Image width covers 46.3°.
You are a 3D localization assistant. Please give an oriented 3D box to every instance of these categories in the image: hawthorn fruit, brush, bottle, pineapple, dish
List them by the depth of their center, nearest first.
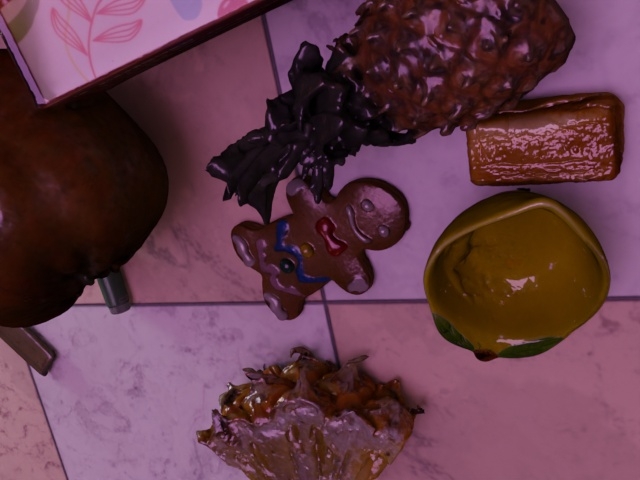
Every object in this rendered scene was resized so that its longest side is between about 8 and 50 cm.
[{"bbox_3d":[0.044,-0.121,0.618,0.310,0.170,0.141,-32,108,25],"label":"pineapple"},{"bbox_3d":[0.166,0.018,0.647,0.148,0.080,0.208,13,138,3],"label":"dish"},{"bbox_3d":[-0.320,-0.069,0.762,0.301,0.267,0.268,48,123,3],"label":"hawthorn fruit"},{"bbox_3d":[-0.007,0.217,0.810,0.236,0.114,0.186,2,110,23],"label":"pineapple"},{"bbox_3d":[-0.257,0.049,0.917,0.030,0.030,0.083,-6,108,29],"label":"bottle"},{"bbox_3d":[-0.483,0.087,1.042,0.282,0.048,0.054,40,125,6],"label":"brush"}]

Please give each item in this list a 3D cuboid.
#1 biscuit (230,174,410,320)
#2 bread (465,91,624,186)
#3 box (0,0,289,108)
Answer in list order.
[{"bbox_3d":[0.000,0.000,0.768,0.205,0.031,0.138,-26,96,31],"label":"biscuit"},{"bbox_3d":[0.185,-0.082,0.626,0.132,0.053,0.074,-3,112,28],"label":"bread"},{"bbox_3d":[-0.119,-0.339,0.577,0.385,0.122,0.345,-20,102,17],"label":"box"}]
